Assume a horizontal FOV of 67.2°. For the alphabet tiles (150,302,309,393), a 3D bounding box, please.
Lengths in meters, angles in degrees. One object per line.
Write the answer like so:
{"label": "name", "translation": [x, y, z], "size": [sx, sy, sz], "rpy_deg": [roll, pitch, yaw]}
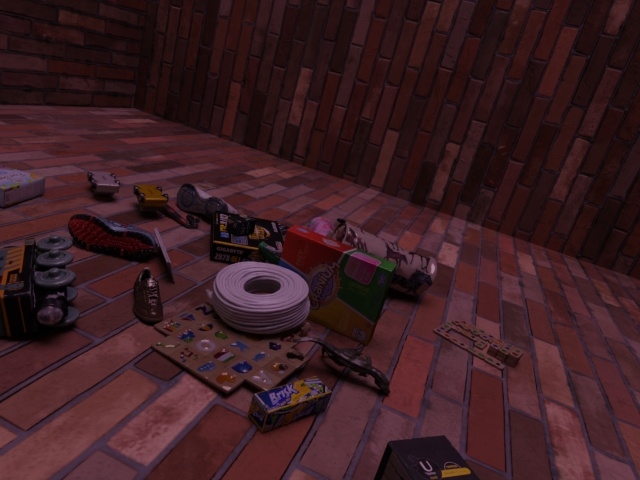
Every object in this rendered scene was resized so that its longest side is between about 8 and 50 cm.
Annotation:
{"label": "alphabet tiles", "translation": [-0.212, 0.244, 1.147], "size": [0.343, 0.011, 0.285], "rpy_deg": [21, 22, 25]}

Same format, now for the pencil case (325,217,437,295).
{"label": "pencil case", "translation": [0.213, 0.066, 1.698], "size": [0.411, 0.159, 0.183], "rpy_deg": [22, 25, -18]}

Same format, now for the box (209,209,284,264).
{"label": "box", "translation": [-0.266, -0.005, 1.744], "size": [0.257, 0.079, 0.322], "rpy_deg": [9, 20, -15]}

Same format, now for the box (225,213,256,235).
{"label": "box", "translation": [-0.277, -0.054, 1.677], "size": [0.062, 0.052, 0.083], "rpy_deg": [26, 22, 30]}

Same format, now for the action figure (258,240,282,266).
{"label": "action figure", "translation": [-0.115, 0.072, 1.541], "size": [0.232, 0.137, 0.063], "rpy_deg": [34, 67, 23]}

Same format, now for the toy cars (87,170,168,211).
{"label": "toy cars", "translation": [-0.745, -0.179, 1.847], "size": [0.394, 0.087, 0.176], "rpy_deg": [16, 19, 12]}

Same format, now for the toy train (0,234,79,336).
{"label": "toy train", "translation": [-0.656, 0.092, 1.084], "size": [0.190, 0.142, 0.334], "rpy_deg": [-6, 27, -27]}

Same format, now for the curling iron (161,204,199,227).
{"label": "curling iron", "translation": [-0.568, -0.110, 1.860], "size": [0.274, 0.035, 0.068], "rpy_deg": [26, 17, 26]}

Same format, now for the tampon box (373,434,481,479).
{"label": "tampon box", "translation": [0.157, 0.414, 0.773], "size": [0.121, 0.160, 0.101], "rpy_deg": [5, 22, -27]}

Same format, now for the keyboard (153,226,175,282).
{"label": "keyboard", "translation": [-0.473, 0.040, 1.462], "size": [0.014, 0.072, 0.256], "rpy_deg": [-20, 32, -18]}

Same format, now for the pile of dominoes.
{"label": "pile of dominoes", "translation": [0.511, 0.311, 1.531], "size": [0.251, 0.040, 0.196], "rpy_deg": [28, 23, 31]}

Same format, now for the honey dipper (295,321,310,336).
{"label": "honey dipper", "translation": [-0.073, 0.254, 1.243], "size": [0.031, 0.030, 0.161], "rpy_deg": [23, 22, 19]}

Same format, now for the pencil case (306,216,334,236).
{"label": "pencil case", "translation": [0.000, 0.000, 1.878], "size": [0.124, 0.124, 0.284], "rpy_deg": [14, 20, -5]}

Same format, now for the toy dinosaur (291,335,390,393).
{"label": "toy dinosaur", "translation": [0.055, 0.282, 1.177], "size": [0.268, 0.064, 0.118], "rpy_deg": [26, -1, -1]}

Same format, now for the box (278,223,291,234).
{"label": "box", "translation": [-0.169, -0.047, 2.024], "size": [0.067, 0.018, 0.083], "rpy_deg": [26, 21, 25]}

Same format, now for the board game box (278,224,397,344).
{"label": "board game box", "translation": [0.029, 0.124, 1.367], "size": [0.317, 0.242, 0.064], "rpy_deg": [21, 21, 17]}

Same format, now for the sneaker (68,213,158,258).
{"label": "sneaker", "translation": [-0.631, -0.010, 1.474], "size": [0.262, 0.104, 0.125], "rpy_deg": [20, 4, -6]}

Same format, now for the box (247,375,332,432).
{"label": "box", "translation": [-0.061, 0.333, 0.989], "size": [0.169, 0.054, 0.059], "rpy_deg": [-2, 26, -42]}

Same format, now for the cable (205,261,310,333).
{"label": "cable", "translation": [-0.155, 0.143, 1.270], "size": [0.257, 0.089, 0.257], "rpy_deg": [-6, 28, -25]}

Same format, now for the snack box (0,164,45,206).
{"label": "snack box", "translation": [-1.071, -0.186, 1.619], "size": [0.175, 0.070, 0.207], "rpy_deg": [16, 20, 1]}

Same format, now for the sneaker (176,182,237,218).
{"label": "sneaker", "translation": [-0.470, -0.143, 1.972], "size": [0.297, 0.111, 0.129], "rpy_deg": [27, 1, 27]}

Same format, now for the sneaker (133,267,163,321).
{"label": "sneaker", "translation": [-0.439, 0.135, 1.219], "size": [0.066, 0.071, 0.188], "rpy_deg": [3, 22, -33]}
